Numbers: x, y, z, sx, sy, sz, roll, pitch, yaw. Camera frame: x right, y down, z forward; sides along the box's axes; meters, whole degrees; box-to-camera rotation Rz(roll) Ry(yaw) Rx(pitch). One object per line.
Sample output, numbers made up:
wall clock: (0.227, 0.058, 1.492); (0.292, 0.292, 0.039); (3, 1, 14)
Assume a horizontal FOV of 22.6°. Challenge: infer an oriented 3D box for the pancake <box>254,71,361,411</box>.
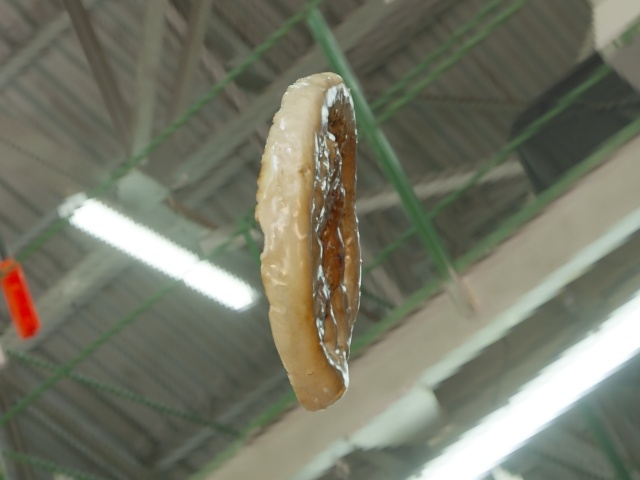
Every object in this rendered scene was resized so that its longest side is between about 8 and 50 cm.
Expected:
pancake: (0.000, 0.000, 0.633); (0.022, 0.139, 0.139); (-2, -35, 11)
